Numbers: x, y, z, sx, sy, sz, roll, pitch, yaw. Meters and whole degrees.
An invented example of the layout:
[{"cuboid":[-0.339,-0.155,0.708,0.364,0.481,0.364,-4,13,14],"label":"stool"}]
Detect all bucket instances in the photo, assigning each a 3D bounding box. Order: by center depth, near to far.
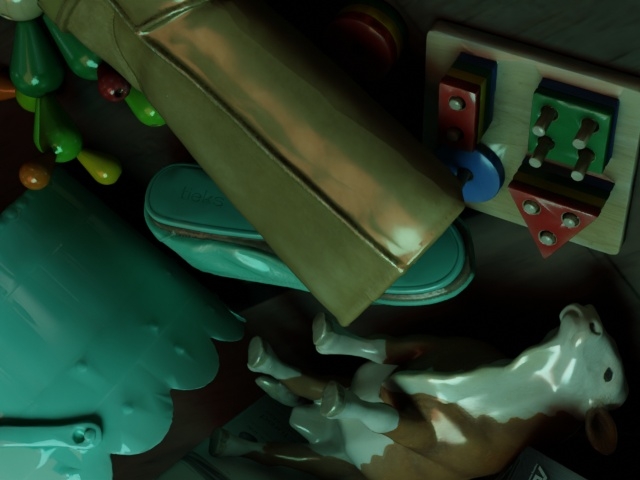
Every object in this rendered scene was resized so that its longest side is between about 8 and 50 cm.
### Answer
[{"cuboid":[-0.210,0.092,1.149,0.183,0.281,0.281,44,141,-6],"label":"bucket"}]

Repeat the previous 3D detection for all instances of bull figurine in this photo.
[{"cuboid":[0.061,0.110,1.060,0.188,0.101,0.310,17,153,-23],"label":"bull figurine"}]

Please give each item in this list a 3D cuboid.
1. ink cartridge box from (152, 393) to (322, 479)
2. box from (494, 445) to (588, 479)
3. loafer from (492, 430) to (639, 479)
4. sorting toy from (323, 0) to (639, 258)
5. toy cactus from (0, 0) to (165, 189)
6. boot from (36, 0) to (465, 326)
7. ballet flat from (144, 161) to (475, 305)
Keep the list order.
[{"cuboid":[-0.041,0.250,1.135,0.207,0.283,0.117,40,112,9],"label":"ink cartridge box"},{"cuboid":[0.172,0.232,1.034,0.183,0.056,0.231,31,156,4],"label":"box"},{"cuboid":[0.219,0.163,1.044,0.267,0.096,0.084,-12,117,45],"label":"loafer"},{"cuboid":[0.125,-0.046,0.926,0.274,0.046,0.132,19,140,18],"label":"sorting toy"},{"cuboid":[-0.202,-0.131,1.045,0.219,0.112,0.180,20,131,31],"label":"toy cactus"},{"cuboid":[-0.016,-0.108,0.893,0.269,0.089,0.236,45,141,2],"label":"boot"},{"cuboid":[0.000,0.000,1.054,0.247,0.083,0.087,12,161,26],"label":"ballet flat"}]
